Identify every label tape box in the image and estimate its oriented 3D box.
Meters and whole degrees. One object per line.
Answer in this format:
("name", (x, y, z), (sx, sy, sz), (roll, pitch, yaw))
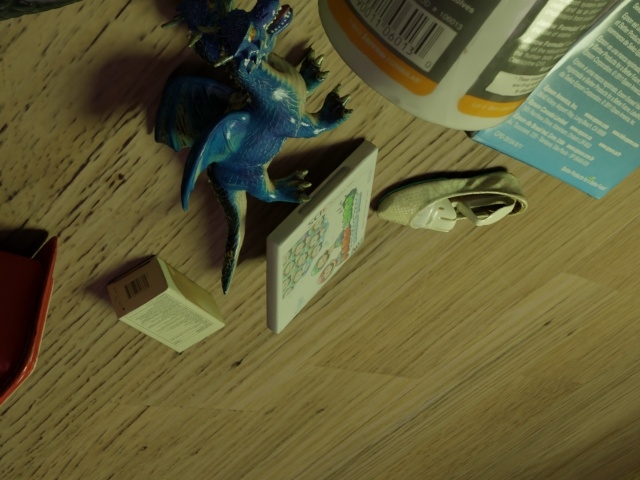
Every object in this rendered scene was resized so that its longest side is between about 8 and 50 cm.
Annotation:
("label tape box", (0.281, -0.197, 0.741), (0.334, 0.105, 0.241), (-43, 146, 25))

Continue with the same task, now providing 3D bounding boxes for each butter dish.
("butter dish", (-0.294, 0.069, 0.712), (0.118, 0.159, 0.160), (32, 120, -29))

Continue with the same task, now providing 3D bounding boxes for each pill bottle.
("pill bottle", (0.127, -0.213, 0.546), (0.162, 0.162, 0.278), (0, 141, -37))

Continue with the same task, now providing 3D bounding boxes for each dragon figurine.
("dragon figurine", (-0.074, -0.076, 0.683), (0.144, 0.085, 0.289), (-1, 141, -35))

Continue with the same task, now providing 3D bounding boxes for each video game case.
("video game case", (0.000, 0.000, 0.853), (0.143, 0.019, 0.157), (-46, 160, -28))

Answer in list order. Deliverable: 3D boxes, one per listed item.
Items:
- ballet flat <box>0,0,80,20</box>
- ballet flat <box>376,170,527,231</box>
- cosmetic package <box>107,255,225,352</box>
("ballet flat", (-0.195, -0.152, 0.529), (0.173, 0.057, 0.049), (-19, -171, -9))
("ballet flat", (0.141, -0.037, 0.933), (0.168, 0.052, 0.057), (-13, 147, -21))
("cosmetic package", (-0.148, 0.064, 0.884), (0.060, 0.041, 0.115), (-30, 149, 7))
